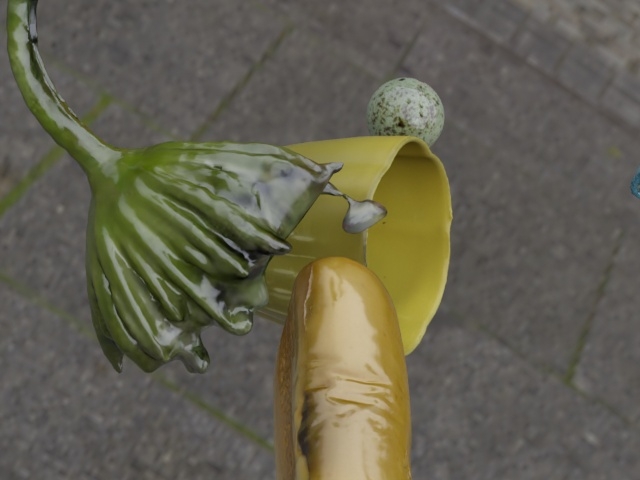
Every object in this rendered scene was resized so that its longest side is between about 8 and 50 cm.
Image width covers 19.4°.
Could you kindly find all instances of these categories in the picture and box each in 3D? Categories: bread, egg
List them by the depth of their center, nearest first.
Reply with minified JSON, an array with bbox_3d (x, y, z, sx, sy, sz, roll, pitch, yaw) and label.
[{"bbox_3d":[0.016,0.160,1.260,0.091,0.142,0.305,2,55,-5],"label":"bread"},{"bbox_3d":[0.090,-0.133,2.017,0.085,0.085,0.110,25,3,-10],"label":"egg"}]

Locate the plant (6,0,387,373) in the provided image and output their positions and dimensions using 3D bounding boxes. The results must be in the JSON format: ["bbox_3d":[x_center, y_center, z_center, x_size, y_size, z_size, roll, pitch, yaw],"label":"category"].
[{"bbox_3d":[-0.149,-0.058,1.481,0.333,0.251,0.180,45,12,4],"label":"plant"}]

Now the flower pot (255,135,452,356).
[{"bbox_3d":[0.000,0.000,1.654,0.179,0.195,0.195,5,25,26],"label":"flower pot"}]

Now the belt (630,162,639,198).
[{"bbox_3d":[0.273,-0.034,1.101,0.179,0.100,0.065,13,55,22],"label":"belt"}]
